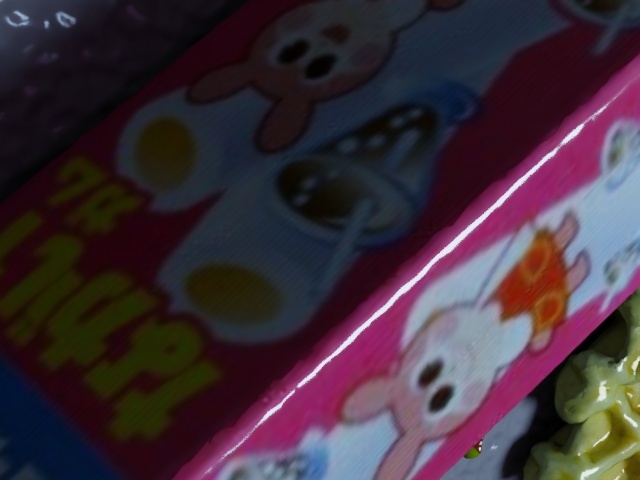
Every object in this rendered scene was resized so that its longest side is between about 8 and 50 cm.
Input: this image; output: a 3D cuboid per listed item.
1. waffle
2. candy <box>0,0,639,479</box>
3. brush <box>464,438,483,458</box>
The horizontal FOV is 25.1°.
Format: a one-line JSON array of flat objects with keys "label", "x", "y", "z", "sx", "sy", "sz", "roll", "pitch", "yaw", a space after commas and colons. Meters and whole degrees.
[{"label": "waffle", "x": 0.223, "y": 0.091, "z": 0.828, "sx": 0.261, "sy": 0.056, "sz": 0.250, "roll": -3, "pitch": 117, "yaw": -44}, {"label": "candy", "x": 0.000, "y": 0.001, "z": 0.490, "sx": 0.306, "sy": 0.157, "sz": 0.100, "roll": -41, "pitch": 136, "yaw": -16}, {"label": "brush", "x": 0.089, "y": 0.072, "z": 0.718, "sx": 0.021, "sy": 0.019, "sz": 0.083, "roll": -2, "pitch": 115, "yaw": -53}]
